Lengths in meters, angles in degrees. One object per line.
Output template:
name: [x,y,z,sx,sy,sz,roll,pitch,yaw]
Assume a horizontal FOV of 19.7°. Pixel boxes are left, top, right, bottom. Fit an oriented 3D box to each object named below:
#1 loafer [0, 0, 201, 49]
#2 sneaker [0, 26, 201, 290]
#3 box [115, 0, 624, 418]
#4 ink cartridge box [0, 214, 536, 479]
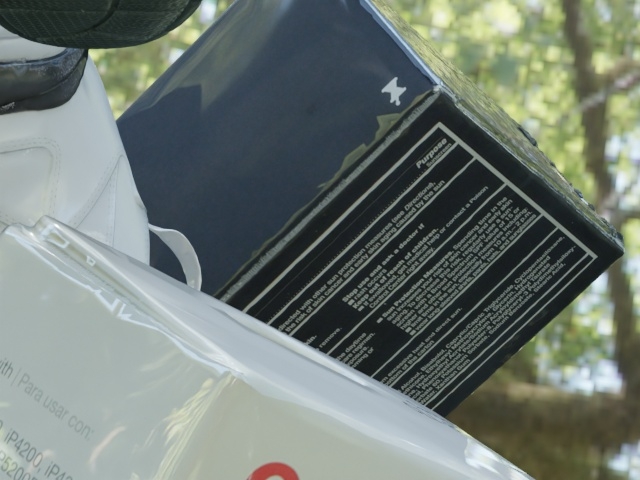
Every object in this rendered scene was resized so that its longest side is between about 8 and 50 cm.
loafer: [-0.084,-0.144,0.637,0.096,0.084,0.267,-1,-14,-2]
sneaker: [-0.224,0.044,0.839,0.137,0.366,0.210,24,-32,60]
box: [0.000,0.000,1.251,0.296,0.183,0.294,-44,-35,9]
ink cartridge box: [-0.080,0.223,0.731,0.160,0.384,0.279,28,-1,45]
